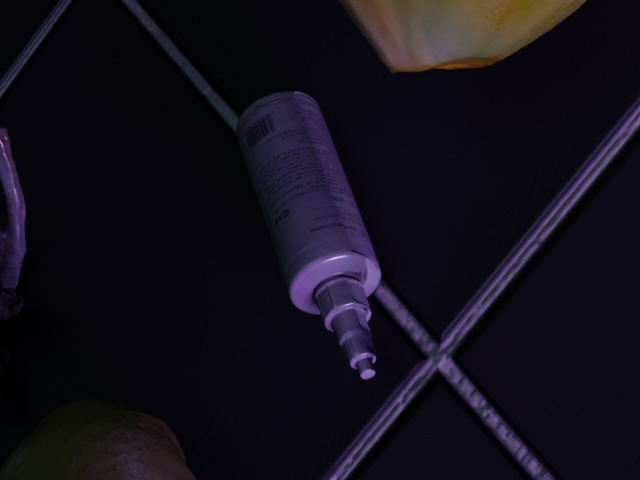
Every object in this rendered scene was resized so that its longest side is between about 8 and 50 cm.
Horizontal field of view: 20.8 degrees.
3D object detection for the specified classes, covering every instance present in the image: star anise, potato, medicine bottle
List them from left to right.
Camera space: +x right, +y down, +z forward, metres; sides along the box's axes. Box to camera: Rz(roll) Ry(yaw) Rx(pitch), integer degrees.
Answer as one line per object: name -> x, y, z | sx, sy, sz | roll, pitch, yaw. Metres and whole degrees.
star anise -> -0.263, 0.035, 1.220 | 0.231, 0.089, 0.209 | -41, 59, 29
potato -> -0.121, 0.178, 0.999 | 0.157, 0.157, 0.194 | -31, 39, 28
medicine bottle -> 0.000, 0.000, 1.020 | 0.058, 0.058, 0.199 | -39, 49, 22

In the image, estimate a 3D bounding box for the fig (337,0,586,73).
fig -> 0.078, -0.221, 0.939 | 0.239, 0.239, 0.271 | 22, 101, 46
